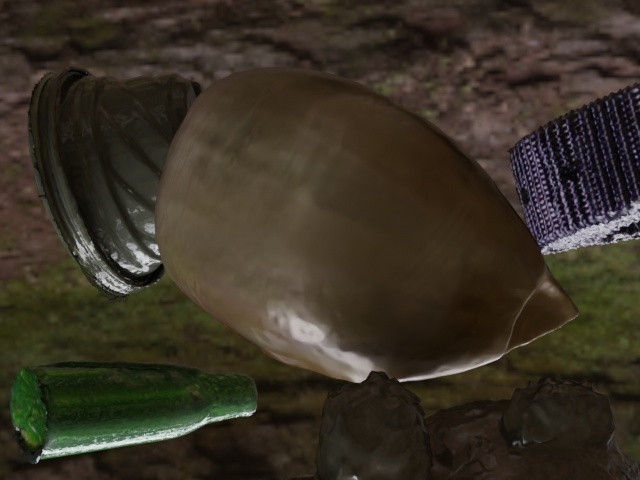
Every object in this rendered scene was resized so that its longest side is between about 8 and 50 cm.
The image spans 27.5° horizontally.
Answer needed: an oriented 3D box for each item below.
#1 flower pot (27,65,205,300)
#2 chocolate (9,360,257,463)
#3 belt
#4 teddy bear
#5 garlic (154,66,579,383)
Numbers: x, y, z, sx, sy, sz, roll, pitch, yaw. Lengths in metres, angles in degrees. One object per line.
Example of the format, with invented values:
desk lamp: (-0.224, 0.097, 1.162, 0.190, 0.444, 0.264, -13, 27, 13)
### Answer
flower pot: (-0.163, -0.070, 1.239, 0.140, 0.235, 0.235, -15, -167, 13)
chocolate: (-0.205, 0.187, 1.503, 0.291, 0.110, 0.110, 0, -168, -36)
belt: (0.293, -0.068, 1.017, 0.260, 0.122, 0.325, -11, 172, -31)
teddy bear: (0.033, 0.164, 0.622, 0.267, 0.236, 0.151, -29, -138, -25)
garlic: (-0.016, -0.008, 0.787, 0.196, 0.151, 0.338, 30, 174, -33)
